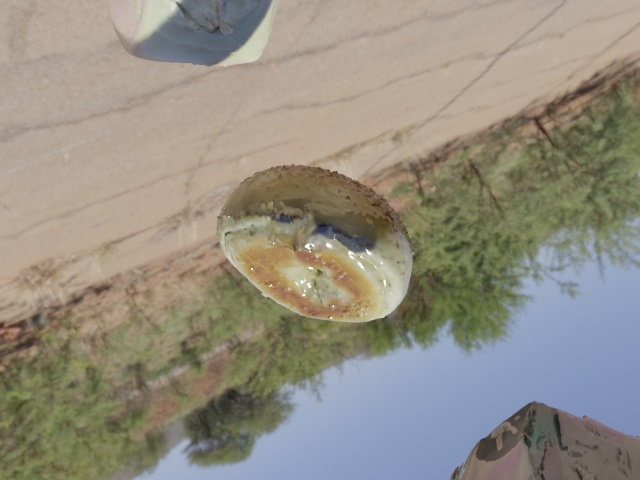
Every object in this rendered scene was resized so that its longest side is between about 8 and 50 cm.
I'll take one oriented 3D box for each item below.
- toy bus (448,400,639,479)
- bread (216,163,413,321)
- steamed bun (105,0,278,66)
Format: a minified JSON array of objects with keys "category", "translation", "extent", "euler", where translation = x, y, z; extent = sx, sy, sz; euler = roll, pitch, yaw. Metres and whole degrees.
[{"category":"toy bus","translation":[0.229,0.205,0.371],"extent":[0.112,0.317,0.138],"euler":[-60,169,-53]},{"category":"bread","translation":[0.000,0.000,0.971],"extent":[0.305,0.306,0.158],"euler":[-37,-153,59]},{"category":"steamed bun","translation":[-0.100,-0.271,0.580],"extent":[0.170,0.152,0.238],"euler":[-1,122,-28]}]
